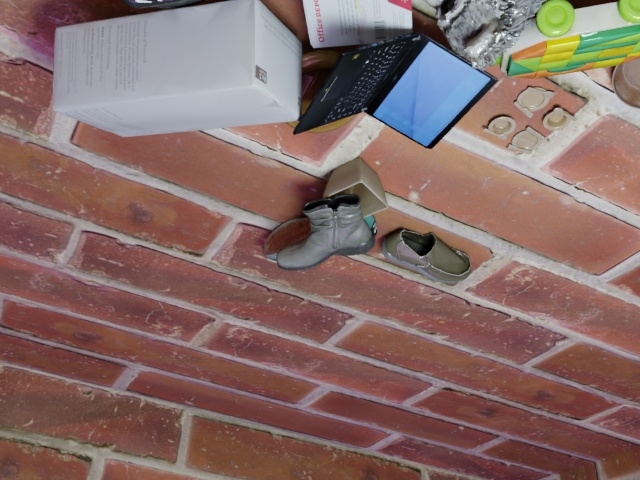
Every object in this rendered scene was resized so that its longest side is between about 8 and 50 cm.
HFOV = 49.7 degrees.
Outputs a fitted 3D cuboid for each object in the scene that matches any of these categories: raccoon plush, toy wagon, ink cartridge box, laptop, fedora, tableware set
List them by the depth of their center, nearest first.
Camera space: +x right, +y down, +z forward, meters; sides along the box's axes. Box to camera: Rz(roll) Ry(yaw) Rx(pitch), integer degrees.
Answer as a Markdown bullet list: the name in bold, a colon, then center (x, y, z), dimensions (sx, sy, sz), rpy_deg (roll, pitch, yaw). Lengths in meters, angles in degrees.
- **raccoon plush**: center (0.347, -0.380, 0.903), dimensions (0.446, 0.299, 0.216), rpy_deg (6, -169, 33)
- **toy wagon**: center (0.394, -0.327, 1.148), dimensions (0.344, 0.068, 0.267), rpy_deg (-8, 177, 11)
- **ink cartridge box**: center (0.064, -0.399, 1.151), dimensions (0.175, 0.072, 0.127), rpy_deg (-2, 144, 8)
- **laptop**: center (0.124, -0.235, 1.208), dimensions (0.264, 0.137, 0.234), rpy_deg (-24, 166, -31)
- **fedora**: center (-0.004, -0.298, 1.331), dimensions (0.194, 0.079, 0.194), rpy_deg (-1, 138, -1)
- **tableware set**: center (0.431, -0.242, 1.422), dimensions (0.141, 0.020, 0.168), rpy_deg (22, 140, -23)

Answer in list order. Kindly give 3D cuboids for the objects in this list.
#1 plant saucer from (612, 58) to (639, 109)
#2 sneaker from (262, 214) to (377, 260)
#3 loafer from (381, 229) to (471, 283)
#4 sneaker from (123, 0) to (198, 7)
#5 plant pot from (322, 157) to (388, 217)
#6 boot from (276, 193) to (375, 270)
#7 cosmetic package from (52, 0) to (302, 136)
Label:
- **plant saucer**: center (0.642, -0.325, 1.278), dimensions (0.198, 0.036, 0.199), rpy_deg (3, 144, 2)
- **sneaker**: center (0.000, 0.000, 1.712), dimensions (0.302, 0.108, 0.121), rpy_deg (-20, 133, 27)
- **loafer**: center (0.281, 0.038, 1.752), dimensions (0.251, 0.094, 0.087), rpy_deg (15, 146, -16)
- **sneaker**: center (-0.113, -0.462, 0.990), dimensions (0.482, 0.202, 0.185), rpy_deg (-26, 110, 32)
- **plant pot**: center (0.080, -0.120, 1.552), dimensions (0.109, 0.096, 0.109), rpy_deg (-22, 137, 31)
- **boot**: center (-0.008, -0.027, 1.553), dimensions (0.246, 0.083, 0.161), rpy_deg (-15, 133, 15)
- **cosmetic package**: center (-0.242, -0.288, 1.204), dimensions (0.385, 0.156, 0.217), rpy_deg (-3, 174, 17)
